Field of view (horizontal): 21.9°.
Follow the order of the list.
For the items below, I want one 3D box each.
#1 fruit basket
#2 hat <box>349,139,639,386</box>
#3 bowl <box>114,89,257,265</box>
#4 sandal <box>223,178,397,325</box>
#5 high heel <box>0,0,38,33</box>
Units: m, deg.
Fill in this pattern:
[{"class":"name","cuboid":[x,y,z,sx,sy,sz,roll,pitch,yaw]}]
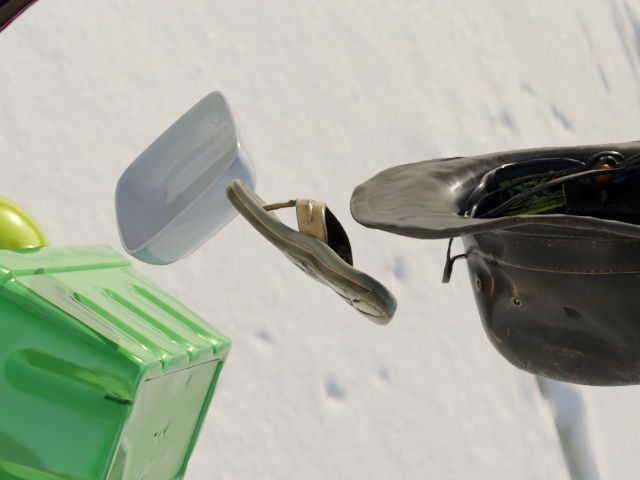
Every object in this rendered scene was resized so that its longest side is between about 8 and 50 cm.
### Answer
[{"class":"fruit basket","cuboid":[-0.298,0.095,1.506,0.392,0.392,0.283,13,98,-54]},{"class":"hat","cuboid":[0.176,0.018,1.058,0.331,0.331,0.134,-22,111,-59]},{"class":"bowl","cuboid":[-0.110,-0.047,1.422,0.053,0.142,0.142,40,17,-32]},{"class":"sandal","cuboid":[0.000,0.000,1.186,0.049,0.180,0.072,-51,138,-5]},{"class":"high heel","cuboid":[-0.200,-0.230,1.270,0.127,0.377,0.181,59,-1,-42]}]
